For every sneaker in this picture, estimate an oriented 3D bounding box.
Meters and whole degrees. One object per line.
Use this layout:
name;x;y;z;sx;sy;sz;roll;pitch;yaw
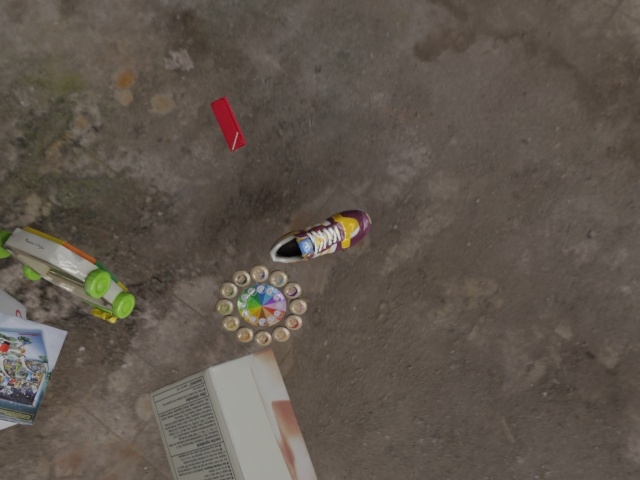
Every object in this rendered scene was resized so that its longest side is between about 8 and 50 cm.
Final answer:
sneaker;0.000;0.000;1.002;0.186;0.084;0.069;-22;97;20

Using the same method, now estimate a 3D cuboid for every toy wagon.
toy wagon;-0.527;0.085;1.223;0.268;0.344;0.068;19;67;16

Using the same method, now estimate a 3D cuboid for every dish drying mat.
dish drying mat;-0.148;-0.186;0.909;0.032;0.008;0.083;-21;96;27

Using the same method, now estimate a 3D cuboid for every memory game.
memory game;-0.120;0.135;1.149;0.186;0.012;0.186;0;113;0

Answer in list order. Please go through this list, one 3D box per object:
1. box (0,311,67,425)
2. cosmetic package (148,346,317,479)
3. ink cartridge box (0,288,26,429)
box;-0.551;0.188;0.904;0.233;0.044;0.159;25;62;-27
cosmetic package;-0.104;0.315;0.773;0.153;0.129;0.296;-27;77;35
ink cartridge box;-0.745;0.186;1.082;0.166;0.394;0.285;-18;57;-1
